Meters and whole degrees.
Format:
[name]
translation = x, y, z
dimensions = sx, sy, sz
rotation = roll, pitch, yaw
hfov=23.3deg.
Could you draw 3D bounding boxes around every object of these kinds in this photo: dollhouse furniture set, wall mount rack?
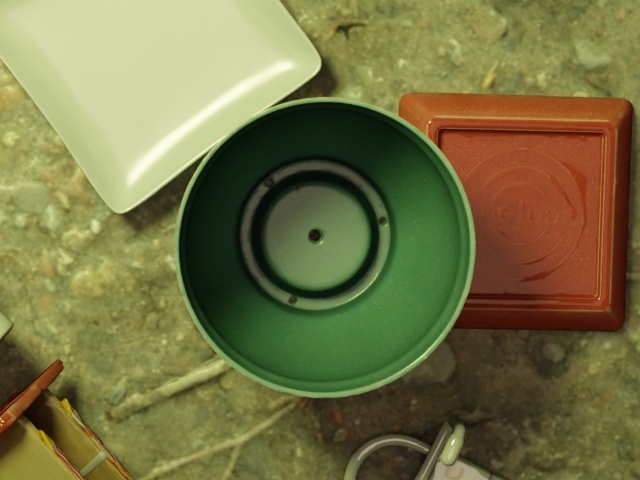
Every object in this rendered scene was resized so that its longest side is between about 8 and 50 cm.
[dollhouse furniture set]
translation = -0.364, 0.324, 1.649
dimensions = 0.374, 0.152, 0.201
rotation = -38, 96, 18
[wall mount rack]
translation = 0.167, 0.368, 1.665
dimensions = 0.350, 0.130, 0.304
rotation = 26, 92, -3

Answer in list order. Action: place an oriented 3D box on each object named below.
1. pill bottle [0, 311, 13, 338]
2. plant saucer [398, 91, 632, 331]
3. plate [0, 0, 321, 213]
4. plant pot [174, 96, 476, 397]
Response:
[pill bottle]
translation = -0.464, 0.045, 1.596
dimensions = 0.278, 0.162, 0.162
rotation = 42, 91, -4
[plant saucer]
translation = 0.212, -0.029, 1.681
dimensions = 0.258, 0.048, 0.259
rotation = 1, 95, -3
[plate]
translation = -0.185, -0.215, 1.649
dimensions = 0.278, 0.045, 0.277
rotation = -36, 94, 0
[plant pot]
translation = 0.000, 0.000, 1.597
dimensions = 0.293, 0.196, 0.293
rotation = 0, 95, -3
